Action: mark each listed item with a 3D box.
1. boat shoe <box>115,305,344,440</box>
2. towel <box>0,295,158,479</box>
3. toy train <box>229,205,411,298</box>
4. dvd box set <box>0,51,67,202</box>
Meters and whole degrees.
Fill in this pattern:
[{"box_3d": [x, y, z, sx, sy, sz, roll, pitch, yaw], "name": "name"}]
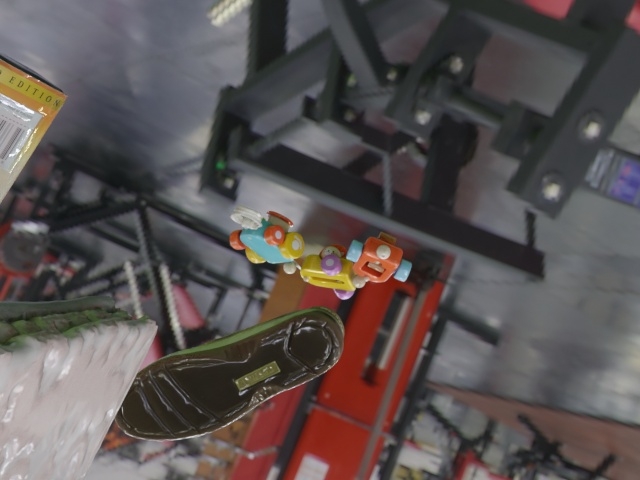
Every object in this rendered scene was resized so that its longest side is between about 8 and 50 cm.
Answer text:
[{"box_3d": [-0.069, 0.102, 0.918, 0.190, 0.068, 0.072, -19, -169, 6], "name": "boat shoe"}, {"box_3d": [-0.195, 0.167, 0.485, 0.053, 0.317, 0.332, 27, -179, 8], "name": "towel"}, {"box_3d": [0.000, 0.000, 1.075, 0.166, 0.046, 0.125, 21, 154, -1], "name": "toy train"}, {"box_3d": [-0.429, -0.009, 1.002, 0.062, 0.420, 0.307, 34, -176, 25], "name": "dvd box set"}]
